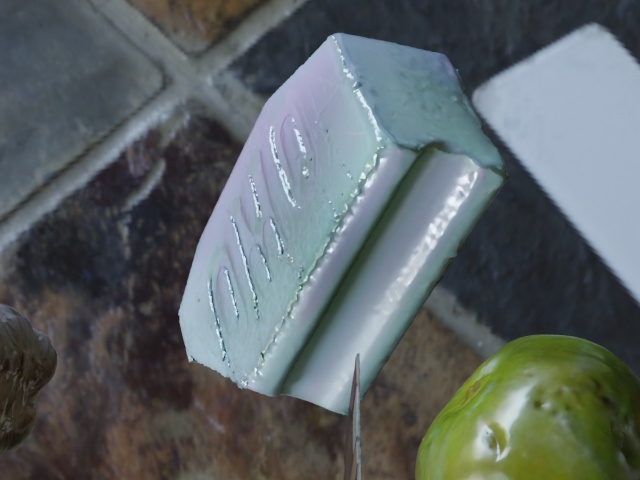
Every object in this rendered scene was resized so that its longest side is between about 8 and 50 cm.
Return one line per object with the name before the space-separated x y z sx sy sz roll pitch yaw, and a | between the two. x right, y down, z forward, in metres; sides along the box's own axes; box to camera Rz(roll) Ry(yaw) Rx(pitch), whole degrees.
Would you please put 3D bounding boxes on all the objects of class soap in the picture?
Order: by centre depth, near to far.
soap | 0.000 0.000 1.333 0.156 0.446 0.261 7 41 -27

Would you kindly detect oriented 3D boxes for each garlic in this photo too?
garlic | -0.296 0.124 1.036 0.102 0.147 0.159 15 60 27

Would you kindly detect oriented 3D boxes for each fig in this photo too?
fig | 0.223 0.221 1.019 0.314 0.233 0.233 36 70 25

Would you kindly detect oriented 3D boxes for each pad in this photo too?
pad | 0.010 0.205 0.752 0.003 0.235 0.158 5 28 -1
